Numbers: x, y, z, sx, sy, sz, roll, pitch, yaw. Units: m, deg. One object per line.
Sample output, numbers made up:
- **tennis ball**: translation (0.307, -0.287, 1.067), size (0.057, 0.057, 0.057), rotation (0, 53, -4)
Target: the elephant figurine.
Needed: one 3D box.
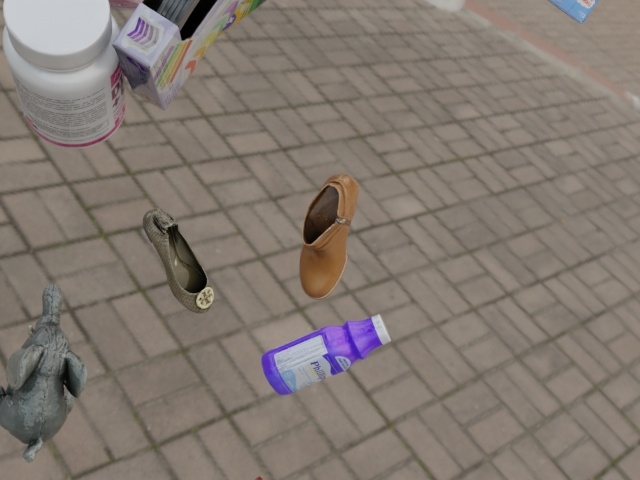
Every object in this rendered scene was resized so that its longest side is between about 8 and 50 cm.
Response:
- **elephant figurine**: translation (-0.506, 0.234, 1.526), size (0.186, 0.239, 0.169), rotation (30, 20, 15)

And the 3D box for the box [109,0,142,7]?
- **box**: translation (-0.518, -0.587, 1.842), size (0.213, 0.117, 0.243), rotation (4, 9, 9)

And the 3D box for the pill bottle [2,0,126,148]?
- **pill bottle**: translation (-0.365, -0.256, 1.210), size (0.160, 0.283, 0.160), rotation (3, 73, -10)

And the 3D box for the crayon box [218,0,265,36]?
- **crayon box**: translation (-0.212, -0.466, 1.496), size (0.083, 0.203, 0.323), rotation (52, -3, 9)

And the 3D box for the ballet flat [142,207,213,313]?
- **ballet flat**: translation (-0.275, 0.043, 1.679), size (0.084, 0.058, 0.250), rotation (-45, 122, -41)

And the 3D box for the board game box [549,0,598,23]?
- **board game box**: translation (0.449, -0.492, 1.407), size (0.160, 0.211, 0.039), rotation (19, 22, -37)

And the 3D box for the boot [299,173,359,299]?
- **boot**: translation (0.000, 0.000, 1.176), size (0.073, 0.197, 0.152), rotation (15, 10, 8)

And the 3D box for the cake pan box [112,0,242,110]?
- **cake pan box**: translation (-0.190, -0.326, 1.199), size (0.070, 0.267, 0.246), rotation (32, 82, -3)

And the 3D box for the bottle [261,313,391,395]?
- **bottle**: translation (0.015, 0.248, 1.857), size (0.282, 0.118, 0.092), rotation (-23, 51, 5)

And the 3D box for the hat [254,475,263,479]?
- **hat**: translation (-0.114, 0.457, 1.211), size (0.183, 0.173, 0.209), rotation (19, 74, -44)
